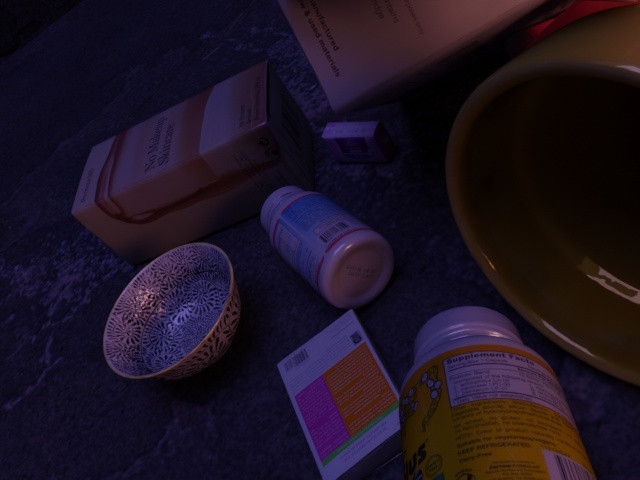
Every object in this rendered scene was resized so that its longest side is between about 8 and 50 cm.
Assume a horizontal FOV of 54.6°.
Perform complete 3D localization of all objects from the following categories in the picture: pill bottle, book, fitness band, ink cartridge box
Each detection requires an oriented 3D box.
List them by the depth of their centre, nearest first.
[{"bbox_3d":[0.112,0.139,0.416,0.118,0.117,0.208,-23,26,17],"label":"pill bottle"},{"bbox_3d":[0.021,0.141,0.566,0.096,0.035,0.144,-37,41,6],"label":"book"},{"bbox_3d":[0.299,-0.234,0.586,0.291,0.054,0.209,-32,3,-39],"label":"fitness band"},{"bbox_3d":[0.184,-0.296,0.614,0.395,0.166,0.285,-26,5,24],"label":"ink cartridge box"},{"bbox_3d":[0.000,0.000,0.665,0.087,0.087,0.160,-43,41,-6],"label":"pill bottle"}]

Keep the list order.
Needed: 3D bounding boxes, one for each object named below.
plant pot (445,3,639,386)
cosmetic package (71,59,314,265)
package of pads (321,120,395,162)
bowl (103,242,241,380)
[{"bbox_3d":[0.261,-0.061,0.440,0.239,0.254,0.254,-36,39,-22],"label":"plant pot"},{"bbox_3d":[-0.168,-0.100,0.841,0.296,0.129,0.153,-23,45,17],"label":"cosmetic package"},{"bbox_3d":[0.047,-0.123,0.771,0.083,0.050,0.032,6,57,39],"label":"package of pads"},{"bbox_3d":[-0.147,0.093,0.689,0.170,0.080,0.170,-20,44,20],"label":"bowl"}]
